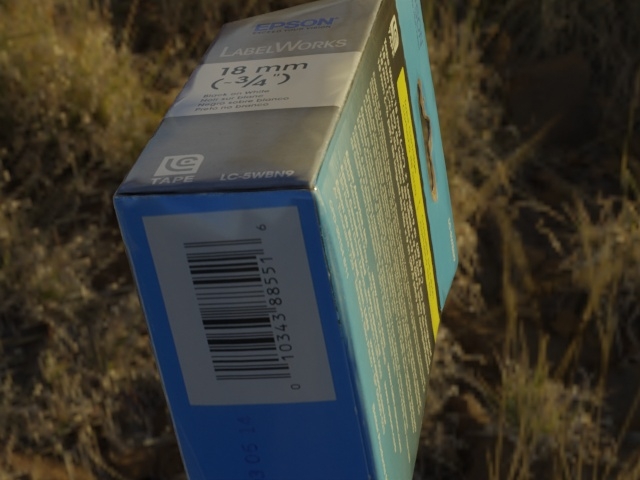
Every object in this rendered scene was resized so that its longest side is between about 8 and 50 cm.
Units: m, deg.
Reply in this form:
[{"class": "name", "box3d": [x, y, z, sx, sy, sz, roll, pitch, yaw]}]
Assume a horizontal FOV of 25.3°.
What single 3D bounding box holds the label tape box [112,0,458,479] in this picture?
[{"class": "label tape box", "box3d": [0.000, 0.000, 0.832, 0.106, 0.240, 0.333, -4, 28, 13]}]
